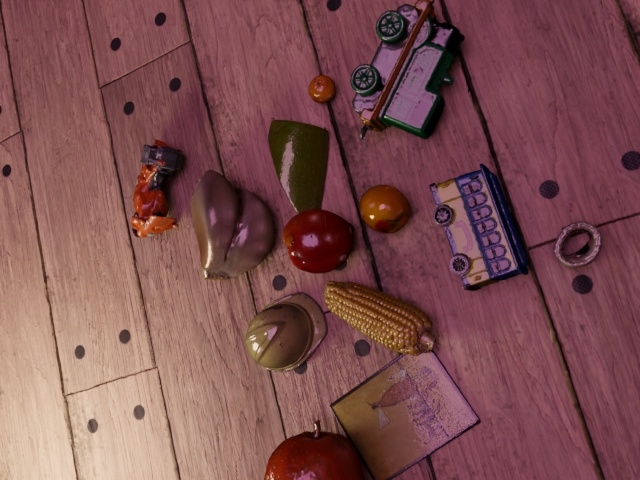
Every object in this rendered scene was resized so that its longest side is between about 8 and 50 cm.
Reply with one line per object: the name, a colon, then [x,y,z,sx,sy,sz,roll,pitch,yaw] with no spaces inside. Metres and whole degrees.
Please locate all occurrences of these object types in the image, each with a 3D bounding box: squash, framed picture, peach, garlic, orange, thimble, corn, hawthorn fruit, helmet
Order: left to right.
garlic: [-0.265,-0.071,2.007,0.246,0.231,0.340,115,147,-54]
helmet: [-0.122,0.262,1.899,0.257,0.137,0.204,-43,69,15]
squash: [-0.094,-0.203,1.956,0.203,0.111,0.288,10,90,27]
hawthorn fruit: [-0.014,0.619,1.741,0.275,0.275,0.299,-4,80,25]
peach: [0.000,0.000,1.851,0.197,0.197,0.197,-3,83,25]
orange: [0.003,-0.441,1.956,0.083,0.070,0.083,-4,79,22]
corn: [0.154,0.199,1.783,0.347,0.130,0.130,25,95,29]
peach: [0.169,-0.085,1.802,0.138,0.138,0.138,-3,83,25]
framed picture: [0.215,0.459,1.787,0.339,0.014,0.255,-38,70,16]
thimble: [0.617,0.011,1.610,0.115,0.090,0.102,-35,75,16]

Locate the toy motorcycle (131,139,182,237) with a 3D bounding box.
toy motorcycle: [-0.527,-0.153,2.137,0.221,0.148,0.325,22,100,48]

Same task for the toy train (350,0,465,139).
toy train: [0.239,-0.447,1.796,0.249,0.178,0.429,28,97,15]

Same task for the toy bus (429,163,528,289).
toy bus: [0.395,-0.029,1.690,0.175,0.138,0.287,-22,76,22]
